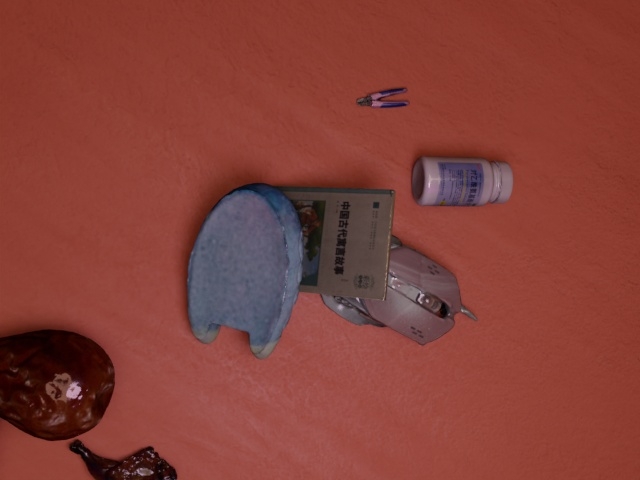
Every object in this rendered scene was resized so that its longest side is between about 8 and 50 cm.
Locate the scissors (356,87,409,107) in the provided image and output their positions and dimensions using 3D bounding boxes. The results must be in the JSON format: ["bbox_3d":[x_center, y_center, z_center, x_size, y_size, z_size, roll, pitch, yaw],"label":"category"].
[{"bbox_3d":[0.130,-0.295,1.409,0.113,0.012,0.039,-8,88,-10],"label":"scissors"}]

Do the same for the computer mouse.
[{"bbox_3d":[0.150,0.095,1.344,0.389,0.115,0.199,25,86,-7],"label":"computer mouse"}]

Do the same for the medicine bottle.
[{"bbox_3d":[0.289,-0.120,1.382,0.187,0.103,0.102,1,87,-10],"label":"medicine bottle"}]

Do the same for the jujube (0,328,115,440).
[{"bbox_3d":[-0.498,0.249,1.195,0.255,0.190,0.190,9,86,-1],"label":"jujube"}]

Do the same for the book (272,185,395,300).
[{"bbox_3d":[0.000,0.000,1.296,0.283,0.025,0.214,2,84,23],"label":"book"}]

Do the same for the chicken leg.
[{"bbox_3d":[-0.372,0.430,1.268,0.205,0.053,0.093,11,62,-16],"label":"chicken leg"}]

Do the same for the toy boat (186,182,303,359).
[{"bbox_3d":[-0.132,0.053,1.286,0.215,0.123,0.329,10,98,20],"label":"toy boat"}]
